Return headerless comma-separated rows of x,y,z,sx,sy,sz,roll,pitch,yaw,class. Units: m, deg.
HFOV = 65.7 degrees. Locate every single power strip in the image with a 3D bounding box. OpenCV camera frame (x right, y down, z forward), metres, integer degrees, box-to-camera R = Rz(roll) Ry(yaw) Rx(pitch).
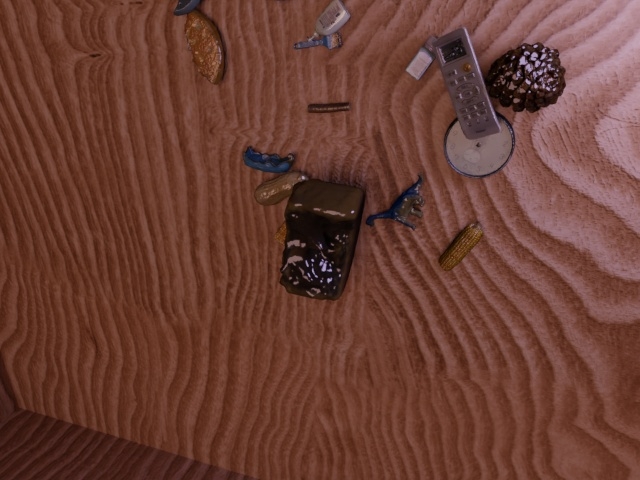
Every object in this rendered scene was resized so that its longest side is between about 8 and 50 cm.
-0.450,-0.849,1.597,0.137,0.044,0.216,-17,92,15,power strip

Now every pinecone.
0.561,-0.442,1.366,0.179,0.204,0.184,-29,103,-17,pinecone

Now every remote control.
0.425,-0.445,1.424,0.109,0.055,0.313,-7,115,46,remote control

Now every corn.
0.473,0.022,1.672,0.068,0.068,0.207,35,120,2,corn

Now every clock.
0.489,-0.297,1.532,0.214,0.042,0.215,8,116,17,clock

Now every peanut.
-0.139,-0.186,1.781,0.214,0.090,0.098,-20,143,24,peanut

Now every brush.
-0.011,-0.629,1.577,0.164,0.014,0.051,-1,112,22,brush

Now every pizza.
-0.385,-0.655,1.673,0.127,0.058,0.247,-23,100,20,pizza

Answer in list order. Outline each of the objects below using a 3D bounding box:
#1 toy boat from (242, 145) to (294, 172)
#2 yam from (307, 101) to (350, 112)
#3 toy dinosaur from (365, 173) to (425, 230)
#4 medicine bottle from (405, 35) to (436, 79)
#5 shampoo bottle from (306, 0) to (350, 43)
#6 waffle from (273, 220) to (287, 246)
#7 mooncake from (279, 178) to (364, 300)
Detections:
-0.184,-0.292,1.759,0.185,0.075,0.077,17,127,9,toy boat
0.028,-0.439,1.641,0.145,0.032,0.032,2,114,20,yam
0.256,-0.133,1.682,0.188,0.075,0.248,19,125,19,toy dinosaur
0.308,-0.540,1.466,0.055,0.074,0.118,38,119,1,medicine bottle
0.017,-0.663,1.525,0.151,0.045,0.077,-37,81,25,shampoo bottle
-0.113,-0.031,1.886,0.092,0.021,0.135,38,121,0,waffle
0.000,0.000,1.645,0.246,0.393,0.395,16,84,13,mooncake
